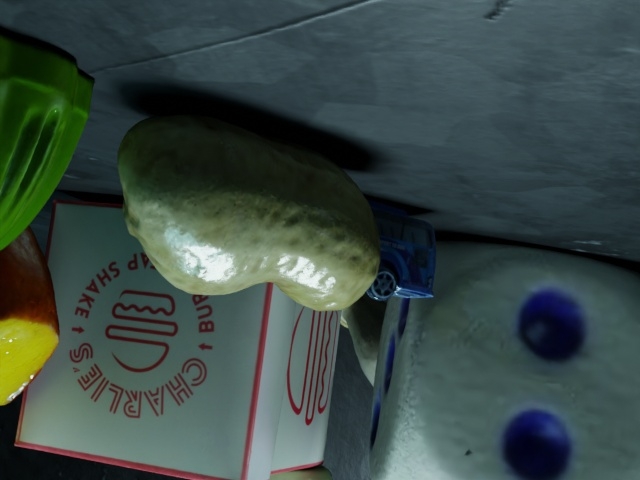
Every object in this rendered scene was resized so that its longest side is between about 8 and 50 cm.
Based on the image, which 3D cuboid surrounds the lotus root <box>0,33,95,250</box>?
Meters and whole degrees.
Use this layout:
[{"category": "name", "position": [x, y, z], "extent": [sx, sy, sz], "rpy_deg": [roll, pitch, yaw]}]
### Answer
[{"category": "lotus root", "position": [-0.254, -0.045, 0.655], "extent": [0.186, 0.186, 0.186], "rpy_deg": [8, 172, 1]}]

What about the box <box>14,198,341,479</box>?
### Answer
[{"category": "box", "position": [-0.159, 0.130, 1.281], "extent": [0.314, 0.312, 0.300], "rpy_deg": [5, 174, 20]}]

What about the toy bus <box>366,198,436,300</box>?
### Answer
[{"category": "toy bus", "position": [0.002, -0.002, 0.957], "extent": [0.236, 0.094, 0.079], "rpy_deg": [14, 177, -23]}]

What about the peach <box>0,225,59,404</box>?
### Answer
[{"category": "peach", "position": [-0.455, 0.053, 1.133], "extent": [0.380, 0.306, 0.242], "rpy_deg": [28, -164, 28]}]

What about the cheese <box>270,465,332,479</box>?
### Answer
[{"category": "cheese", "position": [-0.070, 0.325, 1.340], "extent": [0.171, 0.047, 0.092], "rpy_deg": [3, 172, -1]}]

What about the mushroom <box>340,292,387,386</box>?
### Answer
[{"category": "mushroom", "position": [0.119, 0.160, 1.467], "extent": [0.128, 0.128, 0.350], "rpy_deg": [14, -160, -37]}]

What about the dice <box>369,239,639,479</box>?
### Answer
[{"category": "dice", "position": [0.228, 0.173, 1.193], "extent": [0.304, 0.304, 0.277], "rpy_deg": [9, 171, -3]}]

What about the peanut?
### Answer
[{"category": "peanut", "position": [-0.048, -0.016, 0.775], "extent": [0.253, 0.137, 0.122], "rpy_deg": [15, -147, -34]}]
